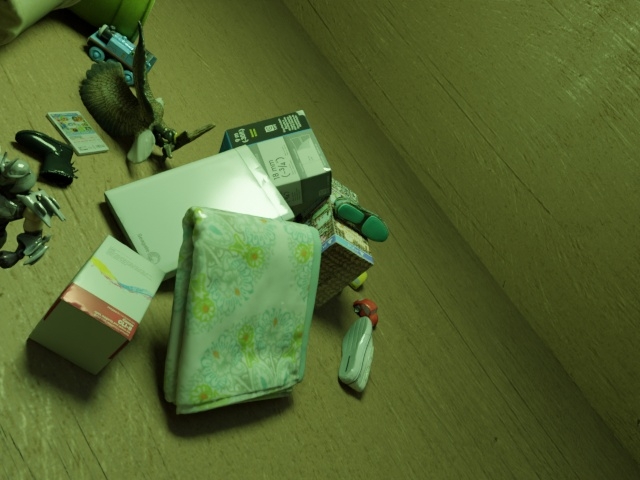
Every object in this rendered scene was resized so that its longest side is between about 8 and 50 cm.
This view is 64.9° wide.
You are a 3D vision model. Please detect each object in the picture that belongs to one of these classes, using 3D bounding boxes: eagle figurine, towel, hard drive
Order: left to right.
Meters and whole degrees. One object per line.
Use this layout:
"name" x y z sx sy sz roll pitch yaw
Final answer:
"eagle figurine" -0.448 -0.345 1.251 0.298 0.226 0.225 55 -12 -22
"hard drive" -0.266 -0.072 1.139 0.353 0.047 0.233 -26 72 -28
"towel" -0.140 0.138 1.000 0.320 0.090 0.375 8 87 -50

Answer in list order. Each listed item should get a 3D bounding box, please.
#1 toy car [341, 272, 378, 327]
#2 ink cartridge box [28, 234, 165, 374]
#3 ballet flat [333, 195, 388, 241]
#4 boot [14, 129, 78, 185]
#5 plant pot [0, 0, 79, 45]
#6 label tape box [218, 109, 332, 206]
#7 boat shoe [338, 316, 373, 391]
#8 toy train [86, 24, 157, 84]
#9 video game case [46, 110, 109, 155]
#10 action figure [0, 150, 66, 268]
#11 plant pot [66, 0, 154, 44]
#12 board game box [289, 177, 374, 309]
"toy car" 0.086 0.140 1.549 0.225 0.053 0.239 26 36 -36
"ink cartridge box" -0.376 0.107 0.868 0.127 0.128 0.176 38 31 -19
"ballet flat" 0.108 -0.061 1.336 0.188 0.070 0.070 35 31 -32
"boot" -0.564 -0.168 1.037 0.121 0.045 0.099 20 42 -43
"plant pot" -0.723 -0.609 1.120 0.333 0.333 0.306 31 45 -29
"label tape box" -0.163 -0.194 1.344 0.106 0.333 0.241 87 -17 -57
"boat shoe" 0.103 0.308 1.359 0.076 0.083 0.226 51 38 -20
"toy train" -0.558 -0.522 1.414 0.184 0.105 0.080 36 30 -21
"video game case" -0.564 -0.251 1.171 0.122 0.011 0.087 51 29 4
"action figure" -0.478 -0.020 0.717 0.185 0.285 0.099 49 29 3
"plant pot" -0.646 -0.781 1.380 0.352 0.366 0.367 17 41 -34
"board game box" 0.000 0.000 1.415 0.141 0.232 0.291 30 34 -31
